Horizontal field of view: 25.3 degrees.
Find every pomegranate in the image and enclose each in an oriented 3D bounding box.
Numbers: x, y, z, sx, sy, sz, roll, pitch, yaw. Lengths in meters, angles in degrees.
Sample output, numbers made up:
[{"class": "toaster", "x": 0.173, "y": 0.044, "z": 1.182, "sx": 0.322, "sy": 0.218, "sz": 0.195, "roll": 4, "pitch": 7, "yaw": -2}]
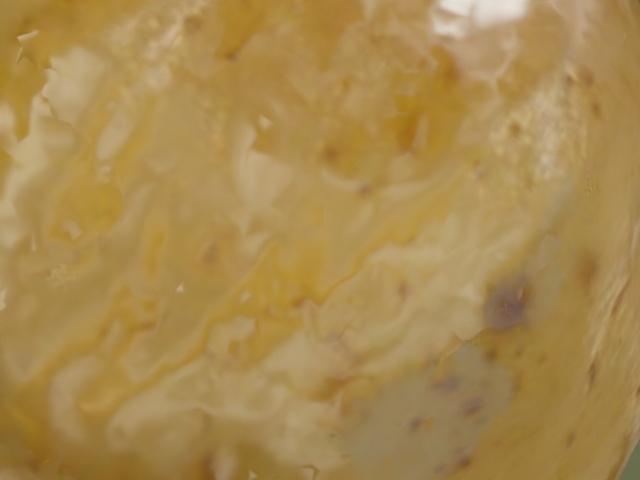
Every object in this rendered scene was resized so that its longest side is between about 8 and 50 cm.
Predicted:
[{"class": "pomegranate", "x": -0.063, "y": 0.026, "z": 0.508, "sx": 0.410, "sy": 0.410, "sz": 0.410, "roll": -34, "pitch": 38, "yaw": 32}]
